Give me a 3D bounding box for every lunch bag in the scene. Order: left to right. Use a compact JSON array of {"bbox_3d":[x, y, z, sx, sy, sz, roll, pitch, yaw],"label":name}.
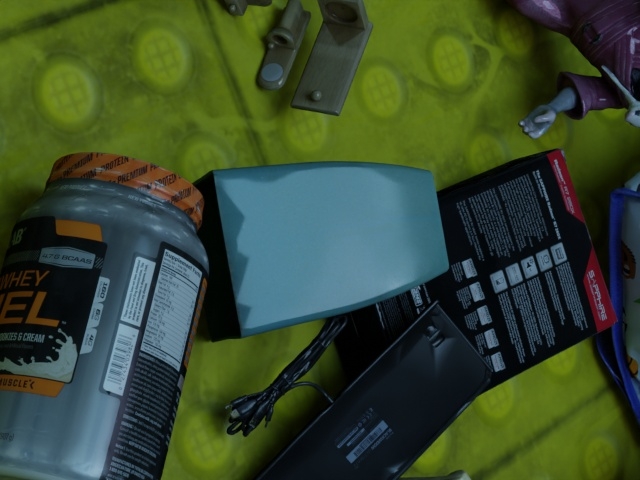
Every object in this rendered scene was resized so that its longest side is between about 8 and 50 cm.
[{"bbox_3d":[0.515,0.045,2.203,0.328,0.238,0.386,-39,133,-39],"label":"lunch bag"}]

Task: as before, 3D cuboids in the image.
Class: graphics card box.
[{"bbox_3d":[0.171,0.053,2.015,0.371,0.094,0.233,-23,97,-41],"label":"graphics card box"}]

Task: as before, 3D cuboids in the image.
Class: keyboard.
[{"bbox_3d":[0.021,0.182,1.832,0.317,0.033,0.201,-44,112,-12],"label":"keyboard"}]

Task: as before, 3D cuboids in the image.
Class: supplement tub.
[{"bbox_3d":[-0.215,0.090,1.622,0.193,0.193,0.316,26,65,-33],"label":"supplement tub"}]

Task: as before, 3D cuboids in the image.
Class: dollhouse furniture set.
[{"bbox_3d":[-0.042,-0.235,1.861,0.151,0.144,0.123,67,38,-58],"label":"dollhouse furniture set"}]

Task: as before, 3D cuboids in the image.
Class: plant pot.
[{"bbox_3d":[0.000,0.000,1.780,0.234,0.165,0.166,-10,88,-15],"label":"plant pot"}]

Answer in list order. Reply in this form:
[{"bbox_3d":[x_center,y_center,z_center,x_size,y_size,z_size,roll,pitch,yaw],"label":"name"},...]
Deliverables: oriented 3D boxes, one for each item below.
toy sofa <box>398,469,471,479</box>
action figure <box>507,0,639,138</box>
[{"bbox_3d":[0.075,0.411,1.813,0.362,0.177,0.150,-45,111,-35],"label":"toy sofa"},{"bbox_3d":[0.347,-0.262,2.142,0.370,0.248,0.275,59,23,10],"label":"action figure"}]
